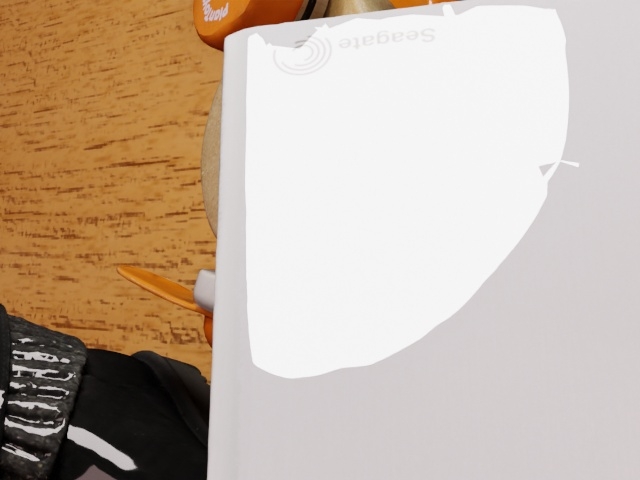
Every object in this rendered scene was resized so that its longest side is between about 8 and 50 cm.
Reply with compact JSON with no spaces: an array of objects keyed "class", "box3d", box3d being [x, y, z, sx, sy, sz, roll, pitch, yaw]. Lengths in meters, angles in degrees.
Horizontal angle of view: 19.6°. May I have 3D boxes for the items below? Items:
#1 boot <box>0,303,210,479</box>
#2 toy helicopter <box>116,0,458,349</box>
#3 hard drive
[{"class":"boot","box3d":[-0.160,0.132,1.006,0.131,0.260,0.348,-62,31,8]},{"class":"toy helicopter","box3d":[0.000,0.000,0.976,0.235,0.140,0.355,-56,32,23]},{"class":"hard drive","box3d":[0.070,0.042,0.788,0.233,0.047,0.353,-6,54,8]}]
